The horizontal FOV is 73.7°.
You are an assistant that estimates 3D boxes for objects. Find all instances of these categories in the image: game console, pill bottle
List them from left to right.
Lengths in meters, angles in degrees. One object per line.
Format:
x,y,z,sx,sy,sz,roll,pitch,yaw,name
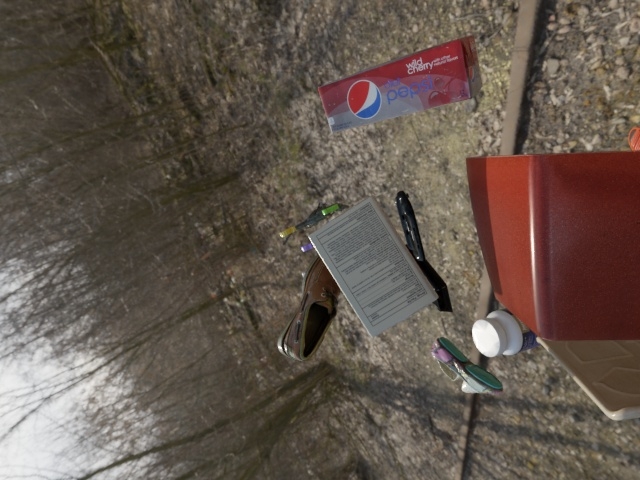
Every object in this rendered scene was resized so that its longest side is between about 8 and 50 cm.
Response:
0.276,0.031,1.182,0.213,0.044,0.361,-116,2,-54,game console
0.662,0.303,1.456,0.153,0.265,0.153,170,90,-67,pill bottle

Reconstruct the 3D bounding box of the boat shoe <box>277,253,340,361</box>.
0.004,0.158,1.072,0.111,0.307,0.104,29,162,-25,boat shoe

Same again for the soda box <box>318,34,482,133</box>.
0.131,-0.263,0.735,0.263,0.083,0.092,-4,113,36,soda box

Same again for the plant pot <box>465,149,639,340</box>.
0.369,-0.003,0.595,0.267,0.267,0.235,-75,-17,-80,plant pot

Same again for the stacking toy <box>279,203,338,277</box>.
0.000,0.000,1.374,0.167,0.221,0.052,64,162,-6,stacking toy

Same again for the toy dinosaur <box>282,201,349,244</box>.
-0.024,-0.077,1.530,0.064,0.268,0.118,56,-169,-11,toy dinosaur

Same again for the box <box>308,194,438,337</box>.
0.101,0.047,0.852,0.232,0.148,0.127,58,-176,1,box

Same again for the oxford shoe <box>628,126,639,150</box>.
0.986,-0.240,1.176,0.097,0.098,0.271,80,165,-46,oxford shoe

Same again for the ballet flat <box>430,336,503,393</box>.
0.373,0.342,1.115,0.221,0.077,0.079,39,114,49,ballet flat

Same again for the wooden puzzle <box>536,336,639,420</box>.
0.702,0.278,0.924,0.348,0.322,0.080,-77,-24,-78,wooden puzzle
